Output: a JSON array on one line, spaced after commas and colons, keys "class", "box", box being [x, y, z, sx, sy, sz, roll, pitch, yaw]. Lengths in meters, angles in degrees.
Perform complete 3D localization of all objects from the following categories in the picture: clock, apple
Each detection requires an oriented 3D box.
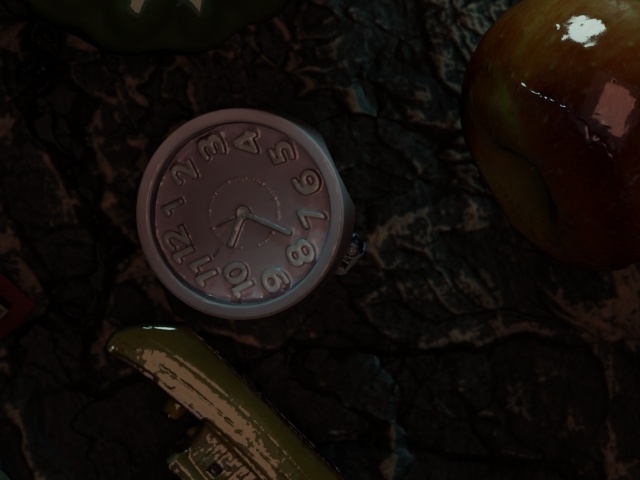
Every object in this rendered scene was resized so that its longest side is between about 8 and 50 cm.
[{"class": "clock", "box": [-0.070, -0.026, 1.672, 0.197, 0.068, 0.197, 1, 94, 10]}, {"class": "apple", "box": [0.251, -0.109, 1.639, 0.206, 0.251, 0.272, -39, 123, -18]}]

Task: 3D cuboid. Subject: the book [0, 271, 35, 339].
[{"class": "book", "box": [-0.382, 0.056, 1.624, 0.162, 0.022, 0.232, -44, 138, -2]}]

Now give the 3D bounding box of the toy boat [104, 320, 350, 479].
[{"class": "toy boat", "box": [-0.085, 0.201, 1.708, 0.121, 0.089, 0.321, -46, 100, -2]}]

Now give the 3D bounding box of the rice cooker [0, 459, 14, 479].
[{"class": "rice cooker", "box": [-0.387, 0.298, 1.616, 0.267, 0.224, 0.267, -1, 95, -8]}]

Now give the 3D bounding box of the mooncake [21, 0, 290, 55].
[{"class": "mooncake", "box": [-0.155, -0.335, 1.601, 0.351, 0.187, 0.351, -1, 98, -8]}]

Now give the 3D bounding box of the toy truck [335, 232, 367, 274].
[{"class": "toy truck", "box": [0.000, 0.000, 1.726, 0.083, 0.039, 0.044, 32, 108, -7]}]
